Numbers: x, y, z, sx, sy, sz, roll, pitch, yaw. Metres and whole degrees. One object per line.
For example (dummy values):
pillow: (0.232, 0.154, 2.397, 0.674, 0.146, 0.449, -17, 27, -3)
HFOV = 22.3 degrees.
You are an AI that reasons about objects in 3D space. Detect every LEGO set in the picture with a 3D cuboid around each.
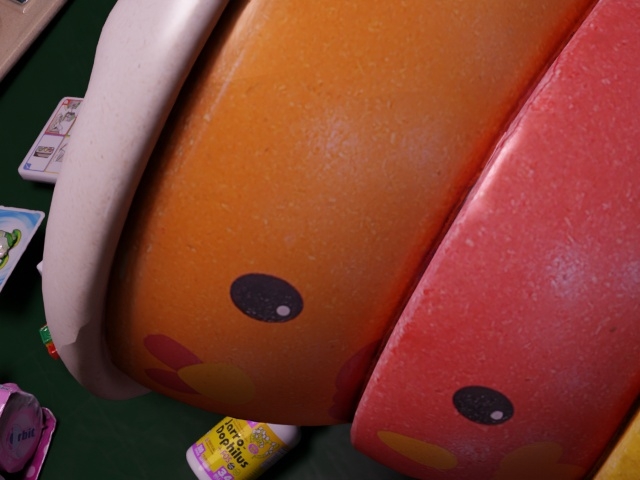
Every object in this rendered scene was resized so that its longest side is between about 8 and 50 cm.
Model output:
LEGO set: (-0.165, 0.007, 1.178, 0.182, 0.060, 0.244, 7, 57, 31)

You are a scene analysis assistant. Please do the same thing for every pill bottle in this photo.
pill bottle: (-0.042, 0.126, 1.037, 0.083, 0.043, 0.043, -41, 53, 4)

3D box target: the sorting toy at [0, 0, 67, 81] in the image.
sorting toy: (-0.337, -0.233, 1.390, 0.307, 0.041, 0.229, 29, 81, 36)

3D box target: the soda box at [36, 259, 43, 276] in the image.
soda box: (-0.080, -0.018, 1.085, 0.074, 0.069, 0.216, 35, 70, 32)

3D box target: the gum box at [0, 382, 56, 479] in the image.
gum box: (-0.265, 0.184, 1.116, 0.107, 0.062, 0.188, 6, 68, 31)

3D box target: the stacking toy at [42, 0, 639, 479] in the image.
stacking toy: (0.152, 0.020, 0.723, 0.480, 0.350, 0.350, 31, 81, 12)
